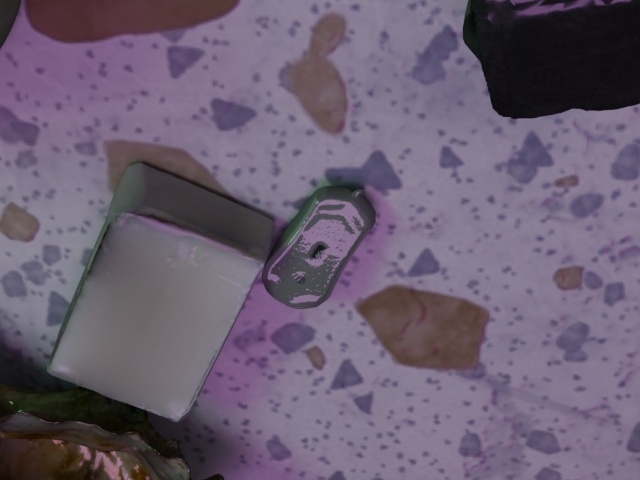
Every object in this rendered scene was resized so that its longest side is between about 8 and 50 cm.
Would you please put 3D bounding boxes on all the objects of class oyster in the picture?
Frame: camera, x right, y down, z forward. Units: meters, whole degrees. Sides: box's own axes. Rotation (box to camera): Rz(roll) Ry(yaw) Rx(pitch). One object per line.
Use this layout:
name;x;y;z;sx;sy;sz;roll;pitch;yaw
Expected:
oyster;-0.232;0.192;1.112;0.337;0.133;0.197;29;100;-24

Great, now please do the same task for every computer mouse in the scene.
computer mouse;0.000;0.000;1.042;0.056;0.032;0.110;30;110;-14

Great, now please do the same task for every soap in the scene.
soap;-0.124;0.044;1.064;0.121;0.064;0.183;22;122;-9

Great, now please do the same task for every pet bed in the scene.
pet bed;0.184;-0.172;0.836;0.211;0.159;0.183;-6;122;9

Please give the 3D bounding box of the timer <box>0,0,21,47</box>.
timer;-0.352;-0.134;0.824;0.291;0.315;0.290;2;124;3
